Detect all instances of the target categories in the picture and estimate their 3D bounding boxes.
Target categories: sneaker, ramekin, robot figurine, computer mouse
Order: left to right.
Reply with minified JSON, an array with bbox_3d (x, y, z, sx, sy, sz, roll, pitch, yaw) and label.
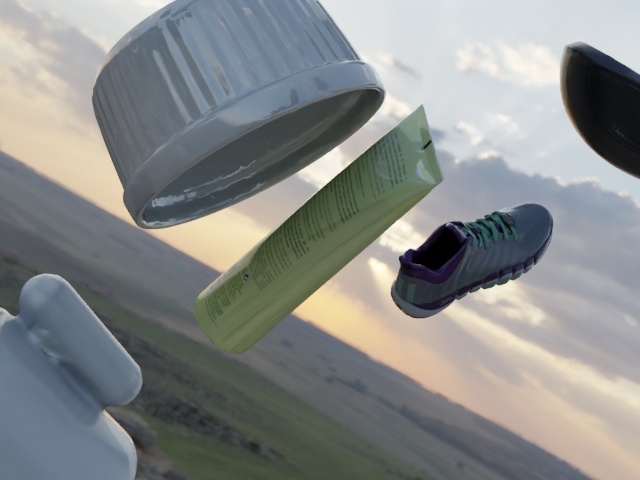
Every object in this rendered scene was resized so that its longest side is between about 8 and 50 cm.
[{"bbox_3d":[-0.289,0.163,0.736,0.353,0.300,0.200,53,-11,-21],"label":"robot figurine"},{"bbox_3d":[-0.067,-0.103,0.686,0.109,0.207,0.207,61,-1,7],"label":"ramekin"},{"bbox_3d":[0.181,0.005,1.053,0.083,0.224,0.098,48,-22,30],"label":"sneaker"},{"bbox_3d":[0.298,-0.065,0.761,0.272,0.072,0.188,38,16,18],"label":"computer mouse"}]

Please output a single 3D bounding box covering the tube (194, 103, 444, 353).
[{"bbox_3d":[0.000,0.000,0.712,0.070,0.240,0.062,55,27,14],"label":"tube"}]
